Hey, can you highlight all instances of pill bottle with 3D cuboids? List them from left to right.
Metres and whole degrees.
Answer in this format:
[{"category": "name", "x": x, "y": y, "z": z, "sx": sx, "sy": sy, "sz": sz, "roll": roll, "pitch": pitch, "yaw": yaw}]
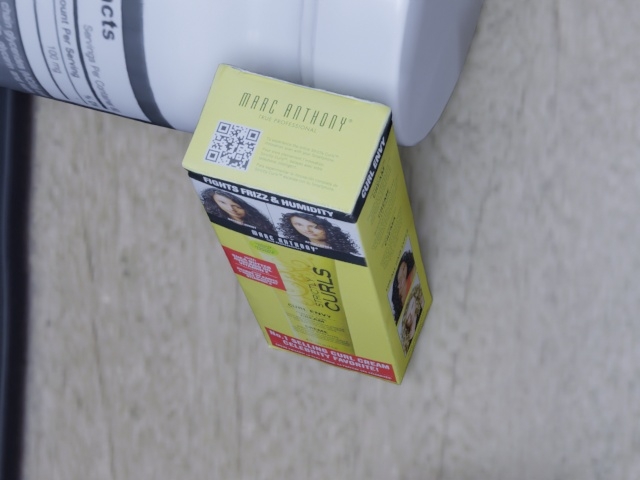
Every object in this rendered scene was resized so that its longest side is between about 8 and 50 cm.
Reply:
[{"category": "pill bottle", "x": -0.103, "y": -0.171, "z": 0.846, "sx": 0.363, "sy": 0.210, "sz": 0.210, "roll": 15, "pitch": 98, "yaw": 15}]

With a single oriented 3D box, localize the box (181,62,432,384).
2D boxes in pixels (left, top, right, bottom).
[{"category": "box", "x": 0.000, "y": 0.000, "z": 0.817, "sx": 0.087, "sy": 0.232, "sz": 0.058, "roll": 16, "pitch": 70, "yaw": 14}]
